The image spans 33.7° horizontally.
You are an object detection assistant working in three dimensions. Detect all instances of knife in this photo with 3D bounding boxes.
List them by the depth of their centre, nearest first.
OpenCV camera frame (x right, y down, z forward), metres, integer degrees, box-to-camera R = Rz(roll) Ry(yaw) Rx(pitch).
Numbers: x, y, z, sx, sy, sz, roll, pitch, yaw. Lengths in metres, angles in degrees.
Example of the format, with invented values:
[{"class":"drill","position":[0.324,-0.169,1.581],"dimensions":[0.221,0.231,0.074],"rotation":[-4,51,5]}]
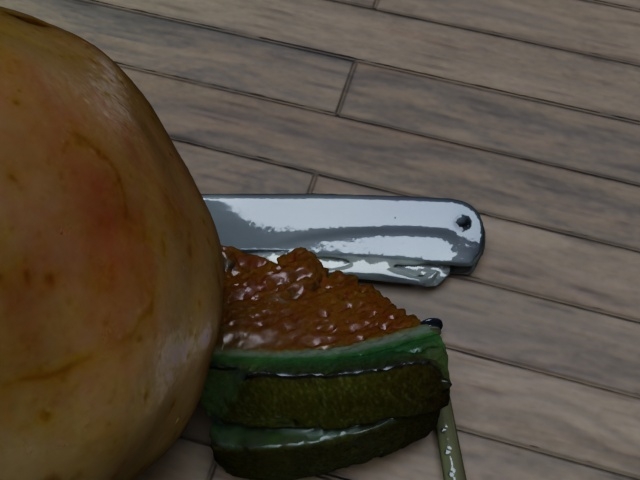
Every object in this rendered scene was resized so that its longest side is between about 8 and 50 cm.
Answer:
[{"class":"knife","position":[0.000,-0.003,0.856],"dimensions":[0.266,0.040,0.073],"rotation":[4,73,4]}]

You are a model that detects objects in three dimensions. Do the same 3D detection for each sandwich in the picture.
[{"class":"sandwich","position":[-0.004,0.083,0.783],"dimensions":[0.185,0.109,0.159],"rotation":[-5,42,1]}]

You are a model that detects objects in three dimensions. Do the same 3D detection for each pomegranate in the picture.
[{"class":"pomegranate","position":[-0.261,0.039,0.671],"dimensions":[0.412,0.411,0.411],"rotation":[-1,62,1]}]

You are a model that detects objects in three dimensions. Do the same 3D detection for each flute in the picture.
[{"class":"flute","position":[0.096,0.167,0.770],"dimensions":[0.027,0.027,0.233],"rotation":[-6,62,-2]}]
